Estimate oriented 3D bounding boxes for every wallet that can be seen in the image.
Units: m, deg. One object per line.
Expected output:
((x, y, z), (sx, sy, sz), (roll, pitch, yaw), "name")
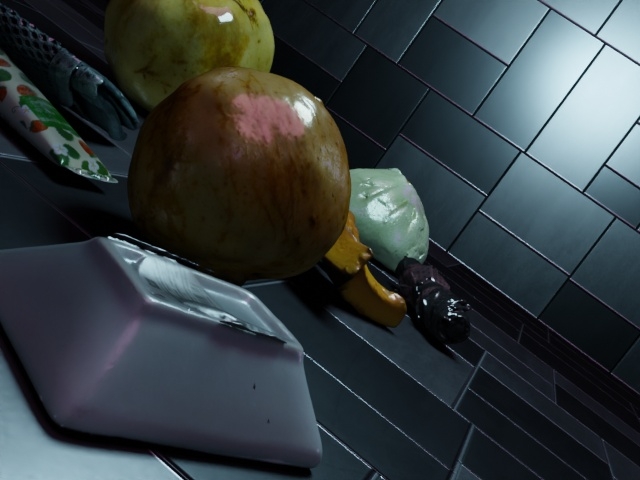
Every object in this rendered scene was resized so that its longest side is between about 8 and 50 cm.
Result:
((-0.405, -0.257, 1.104), (0.342, 0.075, 0.237), (36, -7, 3), "wallet")

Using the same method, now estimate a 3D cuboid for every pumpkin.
((0.023, -0.030, 1.230), (0.258, 0.095, 0.290), (59, 9, -64), "pumpkin")

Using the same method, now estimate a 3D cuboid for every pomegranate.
((-0.258, -0.379, 1.660), (0.332, 0.333, 0.332), (35, 9, -6), "pomegranate")
((-0.083, -0.058, 0.880), (0.248, 0.248, 0.248), (35, 9, -6), "pomegranate")

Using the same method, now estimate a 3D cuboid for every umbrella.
((0.192, 0.097, 1.529), (0.094, 0.090, 0.326), (29, 10, -18), "umbrella")

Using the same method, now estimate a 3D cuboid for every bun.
((0.137, -0.065, 1.876), (0.293, 0.187, 0.293), (37, 10, -7), "bun")

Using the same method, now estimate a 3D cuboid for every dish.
((-0.100, 0.065, 0.605), (0.243, 0.080, 0.182), (25, 14, -48), "dish")

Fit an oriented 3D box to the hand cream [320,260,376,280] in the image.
((0.000, 0.000, 1.450), (0.124, 0.078, 0.341), (25, 21, -54), "hand cream")

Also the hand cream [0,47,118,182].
((-0.339, -0.154, 0.960), (0.276, 0.059, 0.095), (42, 10, 18), "hand cream")
